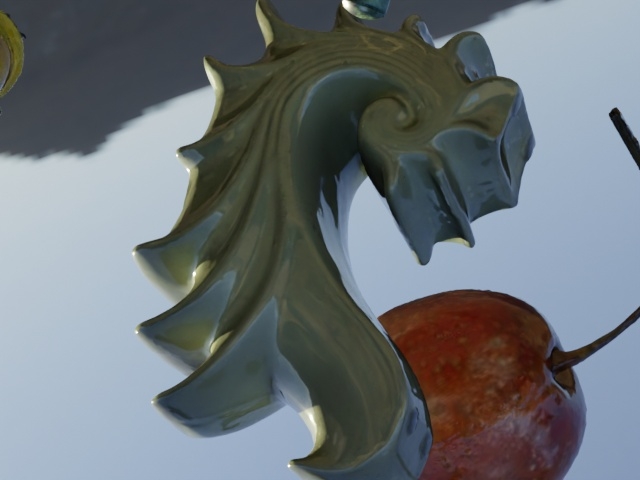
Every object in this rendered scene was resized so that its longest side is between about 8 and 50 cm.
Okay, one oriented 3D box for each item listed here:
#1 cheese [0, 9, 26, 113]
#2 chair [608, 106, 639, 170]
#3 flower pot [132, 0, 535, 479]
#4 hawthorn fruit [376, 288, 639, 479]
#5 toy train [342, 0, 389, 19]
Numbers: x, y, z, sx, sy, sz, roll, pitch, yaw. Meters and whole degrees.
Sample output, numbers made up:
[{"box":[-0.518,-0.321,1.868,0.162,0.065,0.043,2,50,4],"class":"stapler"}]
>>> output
[{"box":[-0.331,-0.165,1.530,0.177,0.270,0.069,-15,-125,12],"class":"cheese"},{"box":[0.336,0.022,1.411,0.159,0.326,0.170,-29,-148,-8],"class":"chair"},{"box":[0.000,0.000,1.506,0.254,0.368,0.164,14,162,20],"class":"flower pot"},{"box":[0.130,0.153,1.814,0.235,0.231,0.263,-66,-177,-36],"class":"hawthorn fruit"},{"box":[0.027,-0.209,1.031,0.104,0.178,0.071,18,175,-30],"class":"toy train"}]
